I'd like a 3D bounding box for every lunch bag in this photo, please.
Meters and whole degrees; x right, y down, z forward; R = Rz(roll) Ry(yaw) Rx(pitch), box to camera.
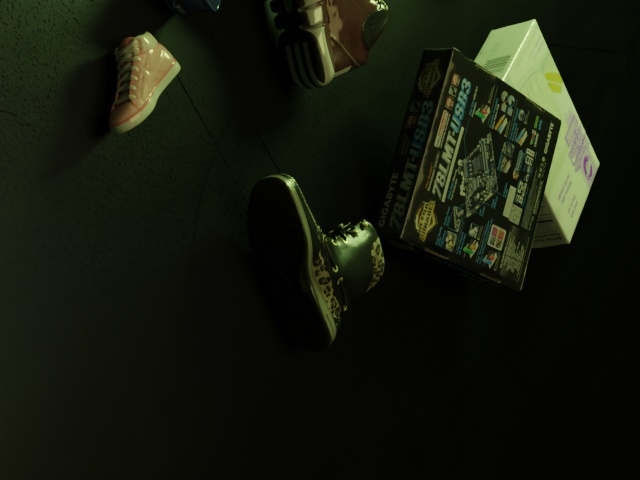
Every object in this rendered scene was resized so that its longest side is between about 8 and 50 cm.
[{"bbox_3d":[-0.152,-0.309,1.222,0.067,0.065,0.098,61,38,-49],"label":"lunch bag"}]

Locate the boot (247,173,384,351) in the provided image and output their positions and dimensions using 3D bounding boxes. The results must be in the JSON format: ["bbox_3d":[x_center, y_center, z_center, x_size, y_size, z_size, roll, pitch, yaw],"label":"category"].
[{"bbox_3d":[-0.001,0.001,1.340,0.178,0.085,0.236,-42,122,-50],"label":"boot"}]

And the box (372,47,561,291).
[{"bbox_3d":[0.231,-0.100,1.591,0.293,0.073,0.295,21,80,-40],"label":"box"}]

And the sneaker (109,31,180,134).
[{"bbox_3d":[-0.207,-0.176,1.136,0.070,0.051,0.134,54,42,-29],"label":"sneaker"}]

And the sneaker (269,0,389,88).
[{"bbox_3d":[0.007,-0.353,1.388,0.162,0.106,0.281,-23,111,-38],"label":"sneaker"}]

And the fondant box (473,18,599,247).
[{"bbox_3d":[0.370,-0.186,1.852,0.330,0.096,0.238,59,43,-28],"label":"fondant box"}]
